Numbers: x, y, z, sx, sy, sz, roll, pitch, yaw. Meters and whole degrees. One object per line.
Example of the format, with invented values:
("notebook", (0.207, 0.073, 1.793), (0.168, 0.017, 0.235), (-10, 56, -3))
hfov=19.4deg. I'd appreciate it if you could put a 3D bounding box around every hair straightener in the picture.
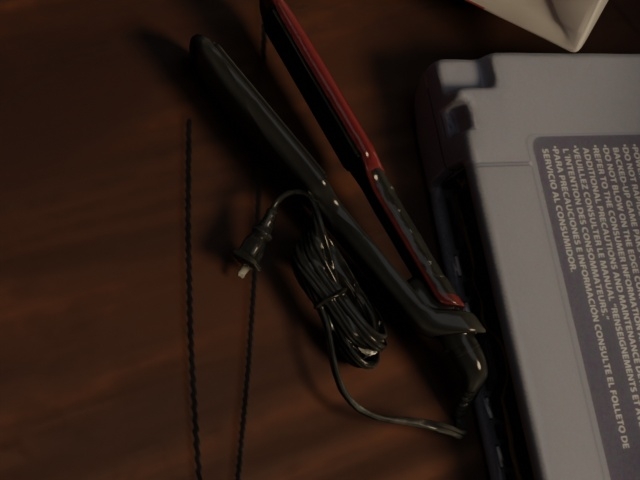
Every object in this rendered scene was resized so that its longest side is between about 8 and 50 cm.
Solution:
("hair straightener", (0.000, 0.000, 0.883), (0.089, 0.047, 0.230), (-31, 92, -12))

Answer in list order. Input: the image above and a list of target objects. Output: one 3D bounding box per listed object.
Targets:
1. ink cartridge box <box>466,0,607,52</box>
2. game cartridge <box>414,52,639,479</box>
("ink cartridge box", (0.127, -0.203, 0.977), (0.115, 0.067, 0.198), (26, 53, 7))
("game cartridge", (0.164, 0.048, 0.931), (0.196, 0.060, 0.294), (-3, 72, -24))
